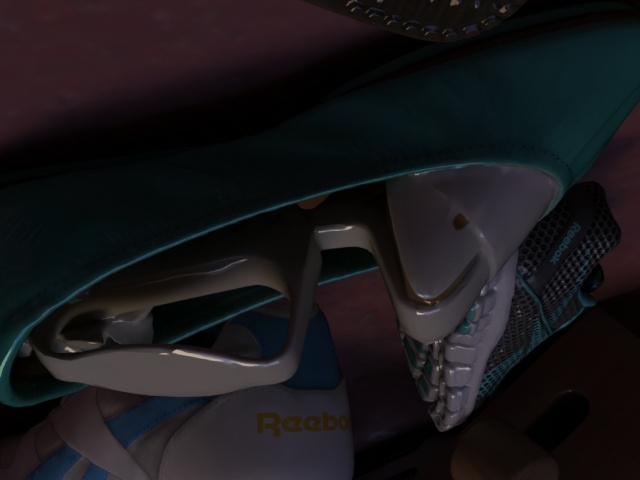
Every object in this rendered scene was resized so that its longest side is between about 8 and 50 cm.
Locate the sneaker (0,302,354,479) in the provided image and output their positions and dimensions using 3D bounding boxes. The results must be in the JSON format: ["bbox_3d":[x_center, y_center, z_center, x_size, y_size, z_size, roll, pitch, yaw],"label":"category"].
[{"bbox_3d":[-0.065,0.078,0.672,0.087,0.092,0.228,3,170,-40],"label":"sneaker"}]

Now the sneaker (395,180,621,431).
[{"bbox_3d":[0.076,0.027,0.668,0.076,0.065,0.166,-14,158,-12],"label":"sneaker"}]

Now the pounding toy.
[{"bbox_3d":[0.091,0.119,0.761,0.181,0.094,0.206,-42,142,-7],"label":"pounding toy"}]

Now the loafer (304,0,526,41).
[{"bbox_3d":[-0.016,-0.089,0.373,0.148,0.050,0.056,21,137,-30],"label":"loafer"}]

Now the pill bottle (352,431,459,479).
[{"bbox_3d":[0.057,0.144,0.901,0.120,0.067,0.067,-29,153,29],"label":"pill bottle"}]

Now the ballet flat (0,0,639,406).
[{"bbox_3d":[0.000,0.000,0.527,0.247,0.087,0.083,-16,156,2],"label":"ballet flat"}]
